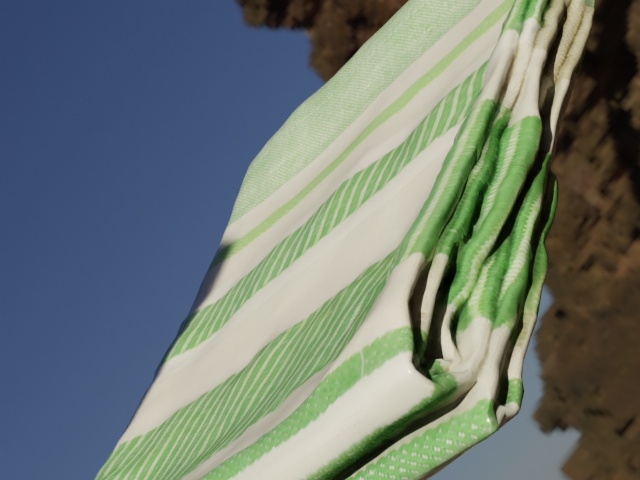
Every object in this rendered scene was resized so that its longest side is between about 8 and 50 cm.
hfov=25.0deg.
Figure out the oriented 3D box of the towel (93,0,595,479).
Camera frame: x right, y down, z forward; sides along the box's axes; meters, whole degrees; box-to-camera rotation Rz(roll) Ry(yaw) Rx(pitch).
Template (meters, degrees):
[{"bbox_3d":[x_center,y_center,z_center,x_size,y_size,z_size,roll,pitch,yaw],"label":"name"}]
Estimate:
[{"bbox_3d":[0.000,0.000,0.510,0.248,0.038,0.325,-41,17,37],"label":"towel"}]
